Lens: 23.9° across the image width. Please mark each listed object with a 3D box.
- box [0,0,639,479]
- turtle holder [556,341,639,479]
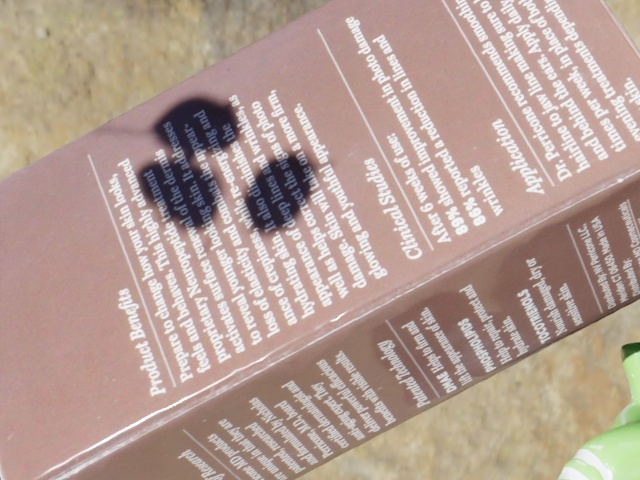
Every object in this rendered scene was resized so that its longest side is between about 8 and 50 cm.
[{"bbox_3d":[0.000,0.000,0.818,0.381,0.143,0.191,-27,56,3],"label":"box"},{"bbox_3d":[0.285,0.185,0.910,0.243,0.227,0.320,4,6,35],"label":"turtle holder"}]
